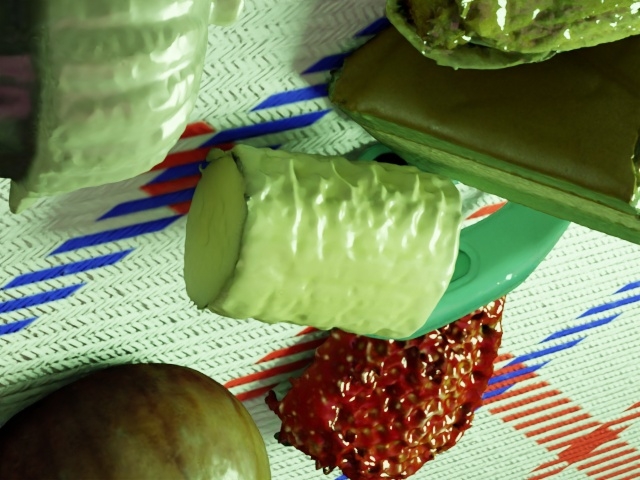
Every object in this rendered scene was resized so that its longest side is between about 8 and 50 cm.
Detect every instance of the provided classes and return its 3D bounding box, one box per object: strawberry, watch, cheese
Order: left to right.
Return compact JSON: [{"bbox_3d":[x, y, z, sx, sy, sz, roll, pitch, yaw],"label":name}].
[{"bbox_3d":[0.000,0.000,1.287,0.167,0.094,0.123,7,114,-28],"label":"cheese"},{"bbox_3d":[0.069,0.120,1.621,0.188,0.106,0.286,-12,148,-37],"label":"strawberry"},{"bbox_3d":[0.093,-0.016,1.440,0.237,0.068,0.195,-23,146,-10],"label":"watch"}]

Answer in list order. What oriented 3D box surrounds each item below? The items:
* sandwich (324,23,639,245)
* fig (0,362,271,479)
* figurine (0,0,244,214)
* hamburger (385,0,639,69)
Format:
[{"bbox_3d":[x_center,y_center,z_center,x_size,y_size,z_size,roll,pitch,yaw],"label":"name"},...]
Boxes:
[{"bbox_3d":[0.154,-0.075,1.248,0.227,0.198,0.155,-35,154,9],"label":"sandwich"},{"bbox_3d":[-0.147,0.203,1.449,0.235,0.214,0.235,-12,173,-1],"label":"fig"},{"bbox_3d":[-0.191,-0.104,0.861,0.204,0.185,0.332,-5,179,40],"label":"figurine"},{"bbox_3d":[0.131,-0.193,1.106,0.206,0.130,0.183,-11,130,-9],"label":"hamburger"}]
